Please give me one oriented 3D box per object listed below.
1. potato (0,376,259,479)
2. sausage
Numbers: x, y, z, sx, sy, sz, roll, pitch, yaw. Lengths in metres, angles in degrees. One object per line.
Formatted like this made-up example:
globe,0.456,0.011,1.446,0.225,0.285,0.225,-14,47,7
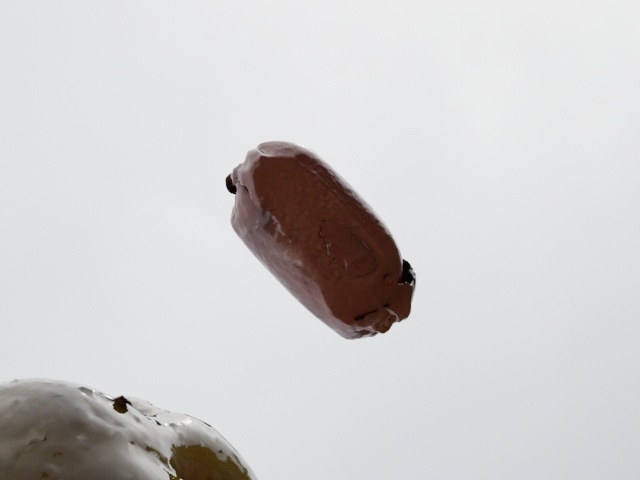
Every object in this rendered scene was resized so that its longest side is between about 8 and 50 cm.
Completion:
potato,-0.131,0.193,0.364,0.369,0.176,0.195,-57,-36,-40
sausage,0.000,0.000,1.398,0.280,0.152,0.152,47,-113,-6
